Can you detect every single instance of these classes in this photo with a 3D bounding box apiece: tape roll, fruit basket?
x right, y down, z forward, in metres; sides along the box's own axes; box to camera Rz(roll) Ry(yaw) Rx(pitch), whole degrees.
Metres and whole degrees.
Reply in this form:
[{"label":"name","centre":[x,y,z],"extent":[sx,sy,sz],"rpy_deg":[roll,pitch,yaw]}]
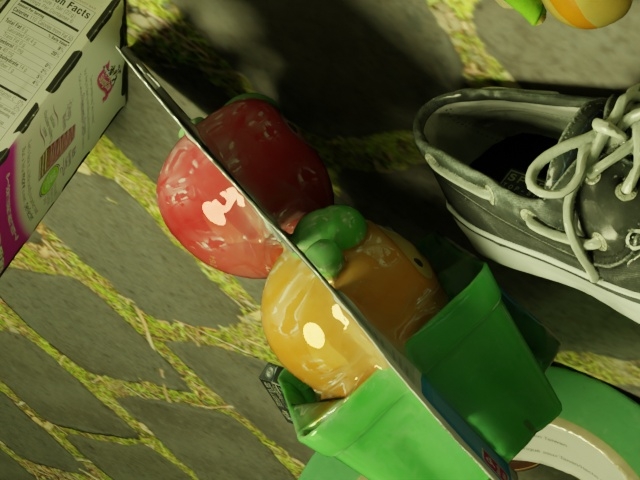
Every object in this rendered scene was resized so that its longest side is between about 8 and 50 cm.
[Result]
[{"label":"tape roll","centre":[0.129,0.243,1.286],"extent":[0.321,0.321,0.077],"rpy_deg":[23,155,23]},{"label":"fruit basket","centre":[0.000,0.000,1.149],"extent":[0.353,0.165,0.327],"rpy_deg":[53,180,-7]}]

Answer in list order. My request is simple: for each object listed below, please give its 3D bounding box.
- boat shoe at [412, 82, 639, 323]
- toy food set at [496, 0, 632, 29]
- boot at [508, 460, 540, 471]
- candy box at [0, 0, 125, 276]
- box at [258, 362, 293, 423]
[{"label":"boat shoe","centre":[0.166,-0.033,0.968],"extent":[0.105,0.113,0.306],"rpy_deg":[50,166,-33]},{"label":"toy food set","centre":[0.114,-0.156,0.877],"extent":[0.132,0.038,0.192],"rpy_deg":[44,154,-25]},{"label":"boot","centre":[0.108,0.150,1.479],"extent":[0.219,0.082,0.106],"rpy_deg":[12,171,32]},{"label":"candy box","centre":[-0.226,-0.063,1.244],"extent":[0.071,0.233,0.159],"rpy_deg":[30,156,8]},{"label":"box","centre":[-0.014,0.153,1.674],"extent":[0.067,0.018,0.083],"rpy_deg":[17,152,33]}]
